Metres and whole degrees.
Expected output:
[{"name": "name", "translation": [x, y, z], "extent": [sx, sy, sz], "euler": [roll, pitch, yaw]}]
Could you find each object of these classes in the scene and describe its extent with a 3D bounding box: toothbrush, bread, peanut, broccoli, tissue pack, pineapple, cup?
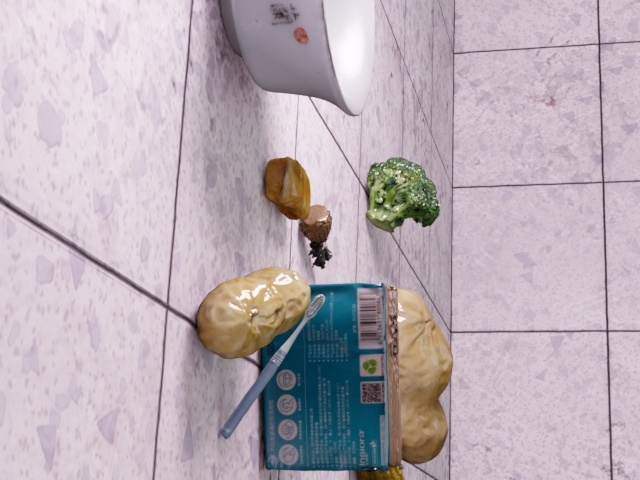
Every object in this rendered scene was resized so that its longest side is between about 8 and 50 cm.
[{"name": "toothbrush", "translation": [-0.060, 0.159, 1.451], "extent": [0.219, 0.016, 0.019], "euler": [-54, 171, -3]}, {"name": "bread", "translation": [-0.045, -0.077, 1.713], "extent": [0.132, 0.053, 0.074], "euler": [55, 36, -70]}, {"name": "peanut", "translation": [-0.083, 0.087, 1.430], "extent": [0.229, 0.103, 0.098], "euler": [-28, 126, -73]}, {"name": "broccoli", "translation": [0.175, -0.092, 2.419], "extent": [0.156, 0.195, 0.195], "euler": [-63, 156, -21]}, {"name": "tissue pack", "translation": [0.018, 0.196, 1.649], "extent": [0.134, 0.192, 0.271], "euler": [12, 78, -75]}, {"name": "peanut", "translation": [0.171, 0.273, 2.282], "extent": [0.169, 0.192, 0.387], "euler": [-78, 162, -67]}, {"name": "pineapple", "translation": [0.000, 0.000, 1.890], "extent": [0.058, 0.058, 0.124], "euler": [-78, 161, -44]}, {"name": "cup", "translation": [-0.036, -0.337, 1.546], "extent": [0.347, 0.163, 0.347], "euler": [-1, 90, -76]}]

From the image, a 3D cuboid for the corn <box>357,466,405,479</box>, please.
[{"name": "corn", "translation": [0.112, 0.437, 2.234], "extent": [0.097, 0.097, 0.320], "euler": [-78, 160, -44]}]
